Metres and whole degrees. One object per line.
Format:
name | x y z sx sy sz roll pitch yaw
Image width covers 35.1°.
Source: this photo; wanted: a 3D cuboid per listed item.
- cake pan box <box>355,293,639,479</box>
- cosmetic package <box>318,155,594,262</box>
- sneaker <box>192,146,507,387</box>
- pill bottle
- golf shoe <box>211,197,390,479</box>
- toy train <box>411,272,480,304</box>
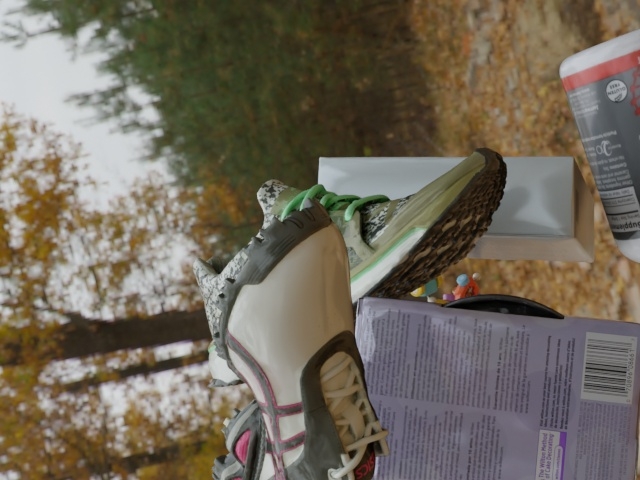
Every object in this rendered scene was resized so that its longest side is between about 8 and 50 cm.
cake pan box | 0.145 0.179 0.875 0.070 0.245 0.267 17 -103 -79
cosmetic package | 0.186 -0.032 1.263 0.377 0.284 0.097 16 -106 -72
sneaker | 0.000 0.000 1.041 0.158 0.410 0.182 -10 -112 -59
pill bottle | 0.461 -0.095 1.307 0.210 0.210 0.363 -92 -17 -87
golf shoe | 0.001 0.096 0.671 0.120 0.105 0.273 32 138 30
toy train | 0.184 0.069 1.568 0.166 0.046 0.125 48 -126 -32
